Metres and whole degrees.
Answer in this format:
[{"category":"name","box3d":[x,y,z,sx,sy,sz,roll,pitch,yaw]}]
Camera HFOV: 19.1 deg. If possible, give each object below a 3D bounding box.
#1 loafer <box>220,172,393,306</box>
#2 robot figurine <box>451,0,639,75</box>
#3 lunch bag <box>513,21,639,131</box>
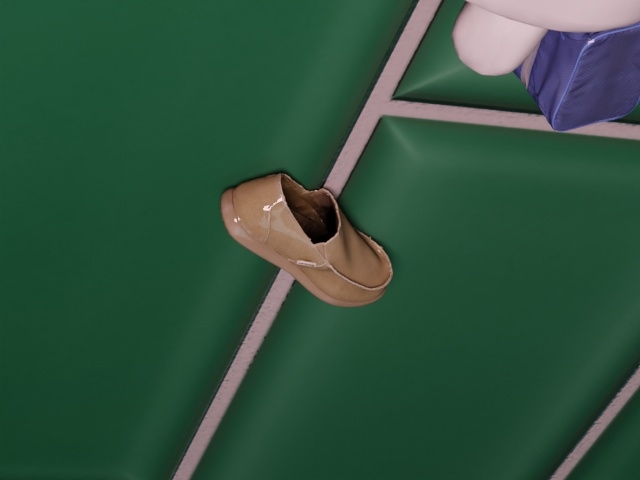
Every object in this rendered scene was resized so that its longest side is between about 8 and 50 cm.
[{"category":"loafer","box3d":[0.000,0.000,1.253,0.050,0.056,0.148,-31,141,34]},{"category":"robot figurine","box3d":[0.129,-0.235,0.847,0.300,0.199,0.353,30,135,-5]},{"category":"lunch bag","box3d":[0.156,-0.116,1.133,0.067,0.065,0.098,-14,146,-25]}]
